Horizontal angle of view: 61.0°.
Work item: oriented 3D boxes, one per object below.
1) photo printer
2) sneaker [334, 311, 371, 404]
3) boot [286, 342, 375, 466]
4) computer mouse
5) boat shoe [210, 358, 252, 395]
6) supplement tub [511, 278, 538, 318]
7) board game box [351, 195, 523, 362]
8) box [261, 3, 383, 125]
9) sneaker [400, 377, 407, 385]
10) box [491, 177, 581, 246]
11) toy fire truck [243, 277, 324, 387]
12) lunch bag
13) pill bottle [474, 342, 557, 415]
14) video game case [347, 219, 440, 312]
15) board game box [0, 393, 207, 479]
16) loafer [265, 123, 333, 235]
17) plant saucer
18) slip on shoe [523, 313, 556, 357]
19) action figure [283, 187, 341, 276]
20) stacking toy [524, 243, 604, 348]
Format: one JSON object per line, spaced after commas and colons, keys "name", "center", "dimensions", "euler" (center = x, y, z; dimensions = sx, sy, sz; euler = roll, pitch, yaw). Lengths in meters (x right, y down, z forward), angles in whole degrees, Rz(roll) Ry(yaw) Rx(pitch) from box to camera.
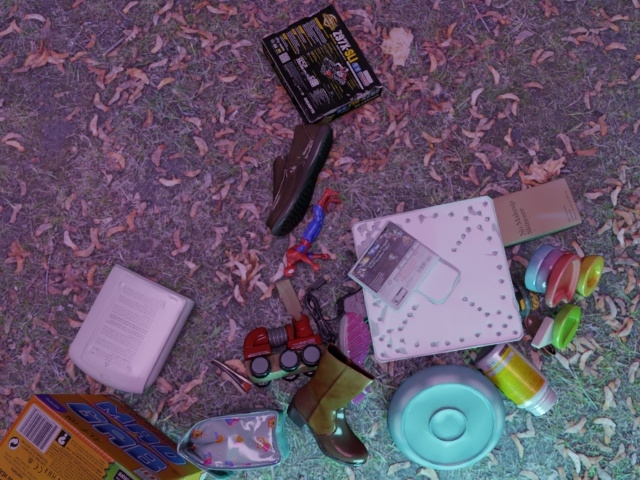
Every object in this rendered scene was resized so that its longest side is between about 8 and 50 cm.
{"name": "photo printer", "center": [-0.529, 0.254, 1.515], "dimensions": [0.256, 0.107, 0.308], "euler": [24, 81, 4]}
{"name": "sneaker", "center": [0.065, 0.315, 1.481], "dimensions": [0.111, 0.103, 0.252], "euler": [10, 104, 41]}
{"name": "boot", "center": [0.070, 0.433, 1.426], "dimensions": [0.264, 0.096, 0.280], "euler": [41, 122, 16]}
{"name": "computer mouse", "center": [0.082, 0.165, 1.570], "dimensions": [0.262, 0.060, 0.184], "euler": [-33, 78, -1]}
{"name": "boat shoe", "center": [-0.255, 0.381, 1.527], "dimensions": [0.137, 0.049, 0.043], "euler": [34, 83, 1]}
{"name": "supplement tub", "center": [0.505, 0.180, 1.537], "dimensions": [0.190, 0.117, 0.117], "euler": [-18, 80, -4]}
{"name": "board game box", "center": [0.310, 0.106, 1.485], "dimensions": [0.389, 0.050, 0.390], "euler": [-11, 79, 8]}
{"name": "box", "center": [0.002, -0.535, 1.685], "dimensions": [0.257, 0.079, 0.322], "euler": [-29, 81, -8]}
{"name": "sneaker", "center": [0.335, 0.408, 1.508], "dimensions": [0.228, 0.087, 0.092], "euler": [-10, 80, -4]}
{"name": "box", "center": [0.566, -0.061, 1.580], "dimensions": [0.311, 0.121, 0.148], "euler": [-18, 80, -4]}
{"name": "toy fire truck", "center": [-0.114, 0.255, 1.516], "dimensions": [0.217, 0.158, 0.246], "euler": [-11, 60, -8]}
{"name": "lunch bag", "center": [-0.222, 0.525, 1.409], "dimensions": [0.262, 0.223, 0.160], "euler": [-9, 72, -2]}
{"name": "pill bottle", "center": [0.540, 0.377, 1.501], "dimensions": [0.215, 0.117, 0.117], "euler": [44, 82, 7]}
{"name": "video game case", "center": [0.197, 0.069, 1.475], "dimensions": [0.173, 0.022, 0.190], "euler": [37, 90, 13]}
{"name": "board game box", "center": [-0.555, 0.616, 1.291], "dimensions": [0.356, 0.356, 0.356], "euler": [30, 80, 16]}
{"name": "loafer", "center": [-0.082, -0.185, 1.605], "dimensions": [0.130, 0.134, 0.366], "euler": [20, 76, 15]}
{"name": "plant saucer", "center": [0.338, 0.484, 1.451], "dimensions": [0.317, 0.044, 0.318], "euler": [1, 104, 2]}
{"name": "slip on shoe", "center": [0.632, 0.273, 1.559], "dimensions": [0.051, 0.041, 0.135], "euler": [-22, 81, -5]}
{"name": "action figure", "center": [0.000, 0.000, 1.574], "dimensions": [0.139, 0.091, 0.280], "euler": [31, 80, 17]}
{"name": "stacking toy", "center": [0.630, 0.146, 1.495], "dimensions": [0.130, 0.308, 0.280], "euler": [25, 101, 43]}
